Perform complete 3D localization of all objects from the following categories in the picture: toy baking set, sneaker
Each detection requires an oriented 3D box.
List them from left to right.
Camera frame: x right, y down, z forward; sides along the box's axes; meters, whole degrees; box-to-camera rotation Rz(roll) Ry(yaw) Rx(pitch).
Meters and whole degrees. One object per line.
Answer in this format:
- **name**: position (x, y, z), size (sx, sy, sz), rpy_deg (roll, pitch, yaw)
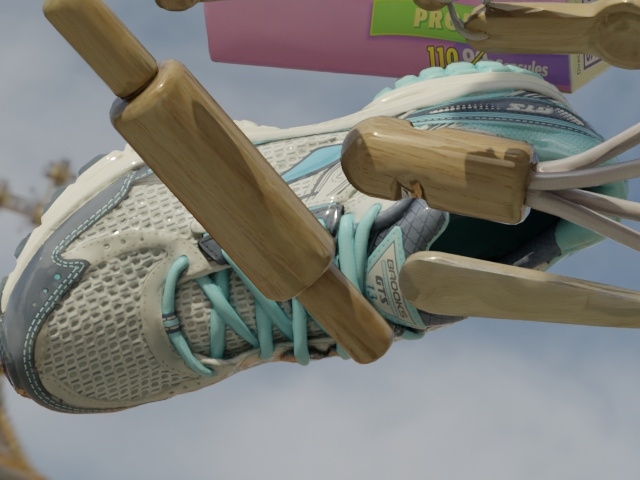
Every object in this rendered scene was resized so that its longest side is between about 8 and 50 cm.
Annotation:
- **sneaker**: position (0.000, 0.000, 0.828), size (0.283, 0.122, 0.110), rpy_deg (-24, -65, -14)
- **toy baking set**: position (0.039, -0.029, 0.581), size (0.196, 0.030, 0.256), rpy_deg (-18, -59, 36)

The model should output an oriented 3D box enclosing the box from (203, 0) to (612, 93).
- **box**: position (0.089, -0.172, 1.055), size (0.213, 0.243, 0.117), rpy_deg (8, -68, 31)
